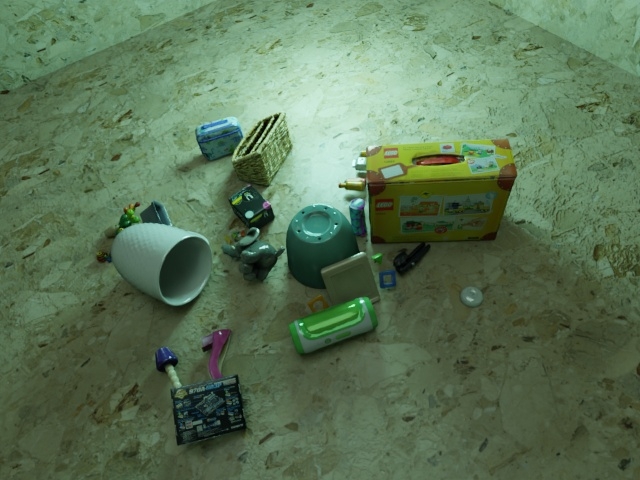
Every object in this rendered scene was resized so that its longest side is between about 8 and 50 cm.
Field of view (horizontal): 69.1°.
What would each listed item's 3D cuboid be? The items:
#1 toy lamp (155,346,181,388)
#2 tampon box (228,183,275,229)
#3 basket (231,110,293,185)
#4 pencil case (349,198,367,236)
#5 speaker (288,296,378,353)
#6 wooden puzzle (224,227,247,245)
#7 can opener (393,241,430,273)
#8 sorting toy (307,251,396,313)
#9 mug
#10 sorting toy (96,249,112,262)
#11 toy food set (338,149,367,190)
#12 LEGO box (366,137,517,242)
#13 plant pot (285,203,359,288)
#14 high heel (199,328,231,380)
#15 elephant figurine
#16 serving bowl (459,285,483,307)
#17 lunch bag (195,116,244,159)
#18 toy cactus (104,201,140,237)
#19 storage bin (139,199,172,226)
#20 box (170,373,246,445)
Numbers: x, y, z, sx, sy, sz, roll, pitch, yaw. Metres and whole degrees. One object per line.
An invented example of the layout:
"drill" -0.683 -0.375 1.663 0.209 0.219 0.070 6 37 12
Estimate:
"toy lamp" -0.501 0.488 1.600 0.080 0.080 0.275 -31 56 -14
"tampon box" -0.296 -0.138 1.992 0.120 0.101 0.161 -37 59 -16
"basket" -0.286 -0.440 2.129 0.213 0.223 0.299 16 60 18
"pencil case" 0.152 -0.092 1.868 0.064 0.152 0.070 -26 46 -15
"speaker" 0.044 0.297 1.629 0.296 0.131 0.131 -19 55 -5
"wooden puzzle" -0.345 -0.018 1.970 0.116 0.014 0.078 -27 56 -11
"can opener" 0.357 0.065 1.790 0.186 0.073 0.059 -30 48 -24
"sorting toy" 0.108 0.160 1.712 0.347 0.196 0.047 -22 14 -8
"mug" -0.608 0.053 1.830 0.328 0.276 0.374 17 29 27
"sorting toy" -0.907 0.059 1.977 0.102 0.042 0.061 -20 55 -7
"toy food set" 0.148 -0.295 2.033 0.104 0.111 0.232 5 59 11
"LEGO box" 0.427 -0.174 1.752 0.500 0.372 0.193 -2 55 6
"plant pot" 0.000 0.000 1.775 0.293 0.235 0.293 -4 54 5
"high heel" -0.340 0.426 1.632 0.117 0.082 0.244 -17 50 -16
"elephant figurine" -0.275 0.034 1.851 0.186 0.169 0.239 2 33 -26
"serving bowl" 0.549 0.200 1.685 0.083 0.027 0.083 -4 54 6
"lunch bag" -0.478 -0.489 2.217 0.219 0.176 0.090 -17 55 -5
"toy cactus" -0.859 -0.061 2.036 0.180 0.112 0.219 -23 56 15
"storage bin" -0.720 -0.090 2.028 0.091 0.098 0.135 -31 69 9
"box" -0.360 0.542 1.496 0.220 0.051 0.175 -9 74 -16
